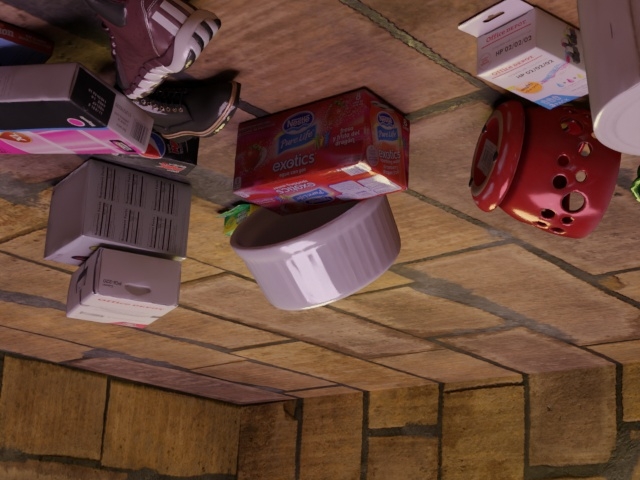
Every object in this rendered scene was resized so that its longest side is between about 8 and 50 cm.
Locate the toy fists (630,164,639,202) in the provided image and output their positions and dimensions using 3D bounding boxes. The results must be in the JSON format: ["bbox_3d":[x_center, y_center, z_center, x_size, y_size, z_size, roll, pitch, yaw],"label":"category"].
[{"bbox_3d":[0.547,-0.147,1.436,0.096,0.142,0.279,39,154,-5],"label":"toy fists"}]

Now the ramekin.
[{"bbox_3d":[0.000,0.000,1.718,0.277,0.277,0.135,-11,113,35],"label":"ramekin"}]

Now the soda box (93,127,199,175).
[{"bbox_3d":[-0.287,-0.155,1.678,0.169,0.053,0.060,11,160,-23],"label":"soda box"}]

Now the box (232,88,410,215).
[{"bbox_3d":[0.000,-0.130,1.593,0.257,0.122,0.128,-11,156,36],"label":"box"}]

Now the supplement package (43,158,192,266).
[{"bbox_3d":[-0.377,-0.033,1.903,0.203,0.149,0.194,14,159,-31],"label":"supplement package"}]

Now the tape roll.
[{"bbox_3d":[0.424,-0.218,1.166,0.246,0.169,0.246,-2,162,-1],"label":"tape roll"}]

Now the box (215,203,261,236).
[{"bbox_3d":[-0.112,-0.027,2.042,0.179,0.043,0.105,17,156,-31],"label":"box"}]

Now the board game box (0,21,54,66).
[{"bbox_3d":[-0.504,-0.248,1.482,0.145,0.027,0.281,15,159,-32],"label":"board game box"}]

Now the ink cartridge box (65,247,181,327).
[{"bbox_3d":[-0.365,0.091,1.890,0.159,0.092,0.218,11,162,-24],"label":"ink cartridge box"}]

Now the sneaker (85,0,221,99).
[{"bbox_3d":[-0.239,-0.277,1.289,0.162,0.106,0.281,39,159,-19],"label":"sneaker"}]

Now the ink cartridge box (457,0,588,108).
[{"bbox_3d":[0.274,-0.238,1.324,0.181,0.061,0.104,17,157,-33],"label":"ink cartridge box"}]

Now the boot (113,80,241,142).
[{"bbox_3d":[-0.220,-0.205,1.501,0.137,0.076,0.198,24,152,-34],"label":"boot"}]

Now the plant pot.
[{"bbox_3d":[0.324,-0.113,1.505,0.174,0.191,0.191,15,160,-8],"label":"plant pot"}]

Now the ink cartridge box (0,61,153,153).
[{"bbox_3d":[-0.438,-0.184,1.459,0.371,0.069,0.176,5,164,28],"label":"ink cartridge box"}]
